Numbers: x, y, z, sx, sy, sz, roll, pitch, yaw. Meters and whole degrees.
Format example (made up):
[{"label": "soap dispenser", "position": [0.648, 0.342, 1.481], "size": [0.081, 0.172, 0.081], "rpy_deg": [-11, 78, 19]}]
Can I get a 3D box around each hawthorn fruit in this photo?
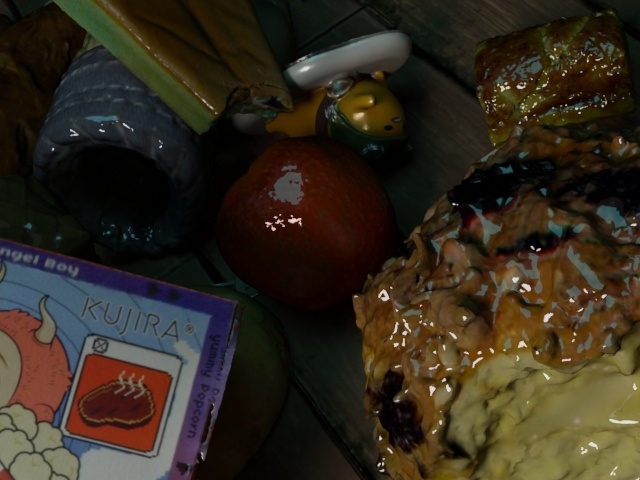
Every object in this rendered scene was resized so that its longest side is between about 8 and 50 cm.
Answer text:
[{"label": "hawthorn fruit", "position": [0.000, 0.000, 1.331], "size": [0.196, 0.196, 0.225], "rpy_deg": [-42, 77, -14]}]

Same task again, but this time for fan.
[{"label": "fan", "position": [-0.090, 0.046, 1.434], "size": [0.083, 0.004, 0.056], "rpy_deg": [-13, 47, 13]}]

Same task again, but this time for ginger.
[{"label": "ginger", "position": [-0.461, -0.172, 1.685], "size": [0.254, 0.176, 0.418], "rpy_deg": [-8, 45, 28]}]

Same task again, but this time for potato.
[{"label": "potato", "position": [-0.160, 0.150, 1.305], "size": [0.239, 0.116, 0.299], "rpy_deg": [17, 61, 30]}]

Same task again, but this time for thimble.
[{"label": "thimble", "position": [-0.216, -0.111, 1.472], "size": [0.205, 0.236, 0.172], "rpy_deg": [-10, 45, 24]}]

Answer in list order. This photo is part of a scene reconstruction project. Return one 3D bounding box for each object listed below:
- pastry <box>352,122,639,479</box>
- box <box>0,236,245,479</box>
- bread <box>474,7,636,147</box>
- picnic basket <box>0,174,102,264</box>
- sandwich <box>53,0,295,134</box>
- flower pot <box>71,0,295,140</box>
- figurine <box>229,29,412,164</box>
[{"label": "pastry", "position": [0.218, 0.056, 1.092], "size": [0.405, 0.292, 0.337], "rpy_deg": [-23, 34, 18]}, {"label": "box", "position": [-0.277, 0.169, 1.074], "size": [0.348, 0.257, 0.319], "rpy_deg": [17, 75, -5]}, {"label": "bread", "position": [0.265, -0.190, 1.415], "size": [0.172, 0.103, 0.132], "rpy_deg": [-12, 43, 18]}, {"label": "picnic basket", "position": [-0.431, 0.048, 1.369], "size": [0.337, 0.293, 0.337], "rpy_deg": [0, 63, 0]}, {"label": "sandwich", "position": [-0.159, -0.212, 1.382], "size": [0.245, 0.063, 0.212], "rpy_deg": [0, 54, -36]}, {"label": "flower pot", "position": [-0.202, -0.293, 1.623], "size": [0.307, 0.244, 0.307], "rpy_deg": [-14, 45, 14]}, {"label": "figurine", "position": [0.018, -0.136, 1.500], "size": [0.250, 0.166, 0.141], "rpy_deg": [-27, 78, 35]}]
